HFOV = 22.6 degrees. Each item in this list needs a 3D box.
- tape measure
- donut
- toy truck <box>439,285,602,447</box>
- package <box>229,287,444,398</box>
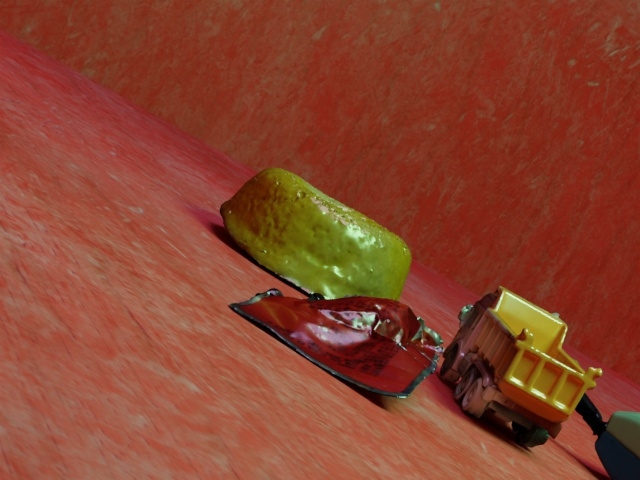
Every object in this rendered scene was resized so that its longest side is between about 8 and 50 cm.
[{"bbox_3d":[0.397,0.256,1.873,0.215,0.098,0.351,27,9,-25],"label":"tape measure"},{"bbox_3d":[-0.001,-0.001,2.023,0.277,0.108,0.277,30,4,-3],"label":"donut"},{"bbox_3d":[0.216,0.136,1.789,0.114,0.135,0.270,30,5,-8],"label":"toy truck"},{"bbox_3d":[0.037,0.090,1.594,0.194,0.071,0.269,17,4,18],"label":"package"}]
